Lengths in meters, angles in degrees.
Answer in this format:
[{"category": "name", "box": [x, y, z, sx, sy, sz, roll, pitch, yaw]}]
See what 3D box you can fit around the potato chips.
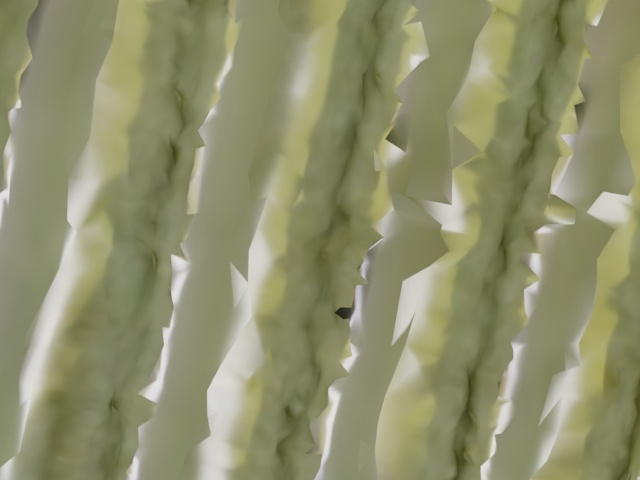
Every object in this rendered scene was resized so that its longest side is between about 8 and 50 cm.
[{"category": "potato chips", "box": [0.000, 0.000, 0.566, 0.358, 0.070, 0.429, 12, 97, -10]}]
